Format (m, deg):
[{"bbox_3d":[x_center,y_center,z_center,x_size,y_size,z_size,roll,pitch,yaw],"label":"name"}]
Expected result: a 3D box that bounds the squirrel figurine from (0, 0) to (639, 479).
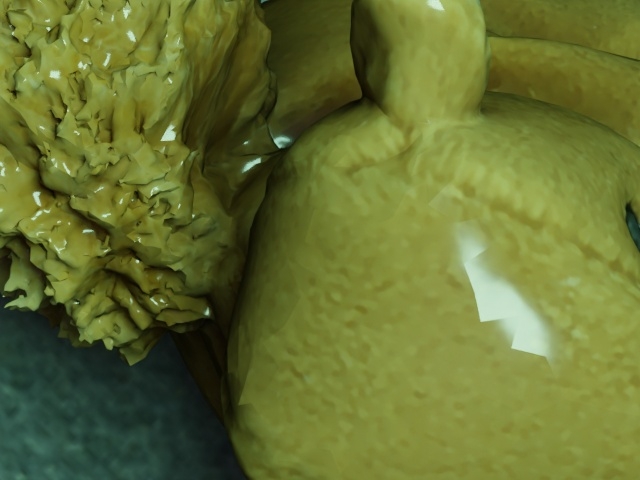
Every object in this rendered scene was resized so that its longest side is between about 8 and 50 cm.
[{"bbox_3d":[0.000,0.000,0.668,0.397,0.370,0.281,23,101,6],"label":"squirrel figurine"}]
